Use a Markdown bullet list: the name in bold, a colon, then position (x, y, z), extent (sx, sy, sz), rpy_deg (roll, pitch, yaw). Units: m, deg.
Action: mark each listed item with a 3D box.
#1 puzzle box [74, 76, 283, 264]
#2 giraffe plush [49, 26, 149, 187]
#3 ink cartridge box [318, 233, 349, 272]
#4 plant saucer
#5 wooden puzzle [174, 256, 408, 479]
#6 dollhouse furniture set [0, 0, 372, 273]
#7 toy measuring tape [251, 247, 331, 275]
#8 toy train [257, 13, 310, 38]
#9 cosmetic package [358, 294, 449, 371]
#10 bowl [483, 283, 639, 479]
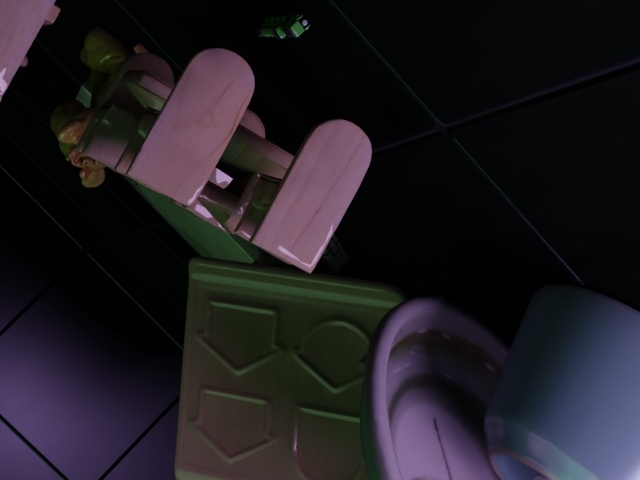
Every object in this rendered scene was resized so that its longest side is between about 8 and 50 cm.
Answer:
- **puzzle box**: position (-0.235, -0.091, 1.914), extent (0.409, 0.052, 0.272), rpy_deg (46, 165, -9)
- **giraffe plush**: position (-0.290, -0.165, 1.629), extent (0.210, 0.170, 0.181), rpy_deg (22, 154, 53)
- **ink cartridge box**: position (0.000, 0.000, 1.599), extent (0.048, 0.028, 0.083), rpy_deg (27, 157, 46)
- **plant saucer**: position (0.152, 0.258, 1.277), extent (0.100, 0.400, 0.400), rpy_deg (-30, 111, 30)
- **wooden puzzle**: position (-0.038, 0.204, 1.647), extent (0.322, 0.348, 0.080), rpy_deg (8, -169, 22)
- **dollhouse furniture set**: position (-0.158, -0.187, 1.228), extent (0.394, 0.256, 0.362), rpy_deg (29, 178, -20)
- **toy measuring tape**: position (-0.037, 0.033, 1.714), extent (0.121, 0.121, 0.330), rpy_deg (29, 137, 42)
- **toy train**: position (-0.037, -0.206, 1.157), extent (0.017, 0.024, 0.083), rpy_deg (51, 163, -24)
- **cosmetic package**: position (0.179, 0.192, 1.470), extent (0.238, 0.127, 0.107), rpy_deg (47, 167, -5)
- **bowl**: position (0.282, 0.206, 1.177), extent (0.311, 0.163, 0.311), rpy_deg (41, 164, 14)
